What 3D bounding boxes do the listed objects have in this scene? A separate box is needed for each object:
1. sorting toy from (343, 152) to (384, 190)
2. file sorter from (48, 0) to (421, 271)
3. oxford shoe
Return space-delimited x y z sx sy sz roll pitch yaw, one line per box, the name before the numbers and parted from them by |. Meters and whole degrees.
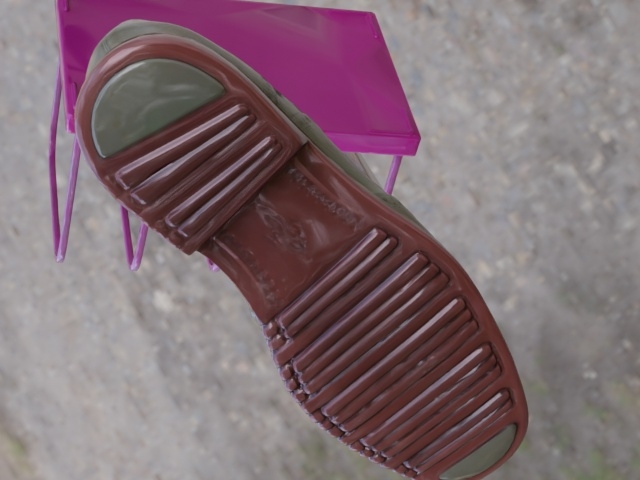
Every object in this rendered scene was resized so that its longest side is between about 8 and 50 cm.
sorting toy | 0.056 0.027 1.660 0.257 0.089 0.255 63 -175 31
file sorter | -0.091 -0.085 1.429 0.202 0.290 0.182 -105 23 -49
oxford shoe | 0.000 0.000 0.941 0.348 0.123 0.130 51 -170 -23
